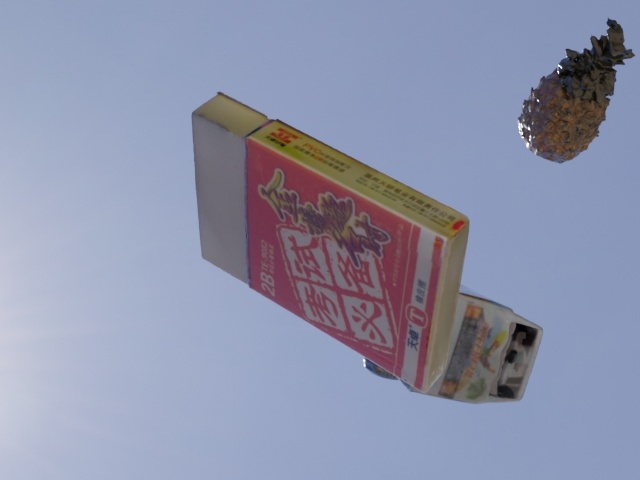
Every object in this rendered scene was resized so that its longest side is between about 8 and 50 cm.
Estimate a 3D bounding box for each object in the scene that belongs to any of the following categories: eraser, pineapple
[{"bbox_3d":[0.000,0.000,0.794,0.038,0.230,0.157,-40,-33,-36],"label":"eraser"},{"bbox_3d":[0.322,-0.185,1.312,0.108,0.108,0.197,-19,-26,-32],"label":"pineapple"}]

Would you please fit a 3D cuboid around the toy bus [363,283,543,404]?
[{"bbox_3d":[0.094,0.070,1.078,0.136,0.330,0.109,13,-83,-17],"label":"toy bus"}]
